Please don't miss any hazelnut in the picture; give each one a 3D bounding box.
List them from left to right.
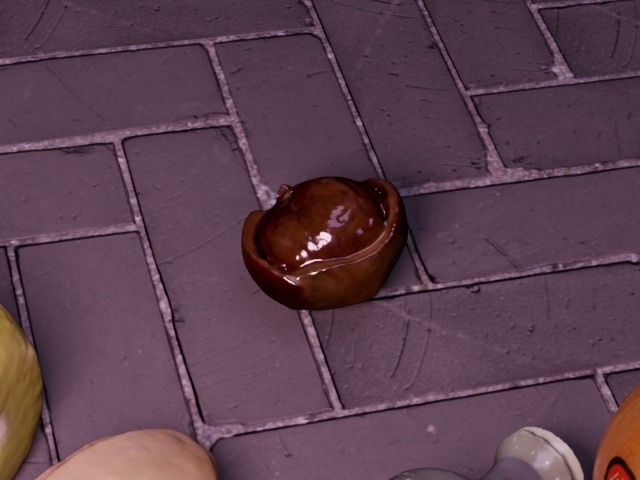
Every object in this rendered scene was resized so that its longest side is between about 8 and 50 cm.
[{"bbox_3d":[0.004,0.004,1.975,0.202,0.160,0.170,-11,17,-29],"label":"hazelnut"}]

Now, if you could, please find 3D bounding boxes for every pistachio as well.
[{"bbox_3d":[-0.219,0.314,1.651,0.214,0.193,0.318,50,41,-16],"label":"pistachio"}]

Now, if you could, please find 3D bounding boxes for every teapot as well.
[{"bbox_3d":[0.173,0.298,1.746,0.183,0.183,0.251,39,44,24],"label":"teapot"}]

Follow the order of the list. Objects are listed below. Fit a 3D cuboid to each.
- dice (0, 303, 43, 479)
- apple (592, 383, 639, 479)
[{"bbox_3d":[-0.449,0.175,1.720,0.233,0.226,0.238,25,51,16],"label":"dice"},{"bbox_3d":[0.466,0.254,1.713,0.339,0.305,0.338,15,42,-14],"label":"apple"}]
